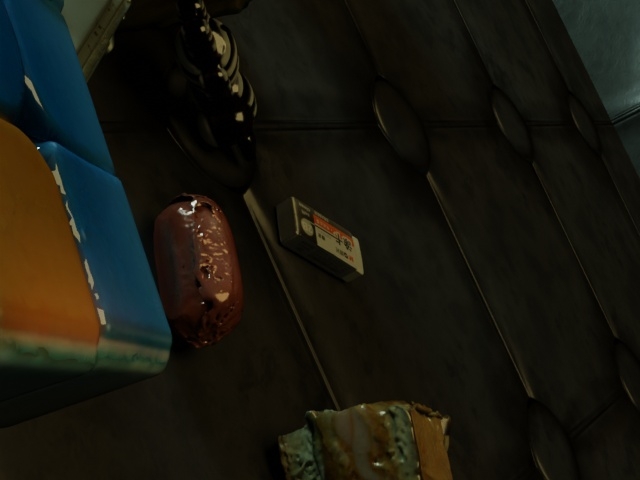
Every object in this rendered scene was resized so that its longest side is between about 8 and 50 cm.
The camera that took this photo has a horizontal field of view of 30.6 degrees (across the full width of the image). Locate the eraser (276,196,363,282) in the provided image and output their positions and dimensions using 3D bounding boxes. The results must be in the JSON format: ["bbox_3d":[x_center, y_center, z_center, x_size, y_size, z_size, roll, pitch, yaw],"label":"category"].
[{"bbox_3d":[0.000,0.000,1.275,0.122,0.029,0.052,32,40,-44],"label":"eraser"}]

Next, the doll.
[{"bbox_3d":[-0.104,-0.156,1.157,0.219,0.067,0.091,68,3,-61],"label":"doll"}]

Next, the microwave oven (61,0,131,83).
[{"bbox_3d":[-0.245,-0.119,0.784,0.145,0.194,0.241,52,27,-26],"label":"microwave oven"}]

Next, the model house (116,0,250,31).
[{"bbox_3d":[-0.133,-0.433,1.099,0.382,0.342,0.334,62,28,0],"label":"model house"}]

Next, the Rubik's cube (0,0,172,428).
[{"bbox_3d":[-0.268,-0.043,0.474,0.290,0.291,0.292,38,33,-77],"label":"Rubik's cube"}]

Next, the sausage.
[{"bbox_3d":[-0.107,0.024,1.019,0.076,0.076,0.141,25,42,-50],"label":"sausage"}]

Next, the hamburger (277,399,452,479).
[{"bbox_3d":[0.054,0.225,1.091,0.207,0.135,0.155,12,70,-74],"label":"hamburger"}]
